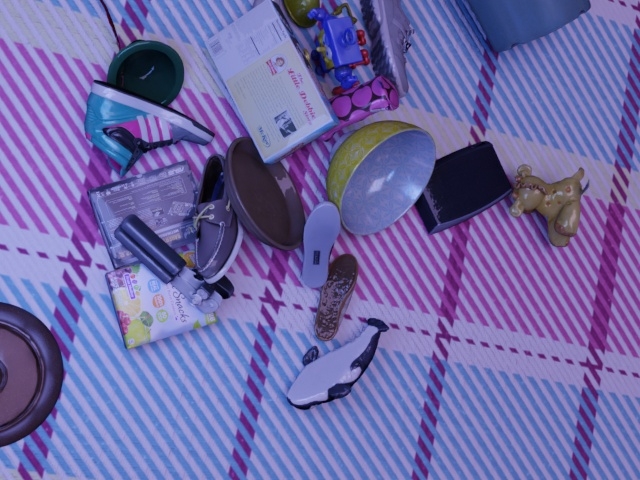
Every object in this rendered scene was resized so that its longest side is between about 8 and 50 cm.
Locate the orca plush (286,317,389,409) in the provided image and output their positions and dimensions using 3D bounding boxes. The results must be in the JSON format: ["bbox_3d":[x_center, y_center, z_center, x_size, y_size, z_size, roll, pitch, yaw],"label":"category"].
[{"bbox_3d":[0.046,0.302,1.906,0.151,0.102,0.287,23,63,31],"label":"orca plush"}]

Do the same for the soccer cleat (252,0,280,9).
[{"bbox_3d":[-0.122,-0.564,1.913,0.076,0.068,0.196,20,82,-30],"label":"soccer cleat"}]

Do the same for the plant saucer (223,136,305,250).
[{"bbox_3d":[-0.127,-0.100,1.802,0.041,0.278,0.277,-26,95,24],"label":"plant saucer"}]

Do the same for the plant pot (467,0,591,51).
[{"bbox_3d":[0.480,-0.666,1.981,0.341,0.341,0.334,-32,104,-17],"label":"plant pot"}]

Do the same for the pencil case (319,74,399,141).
[{"bbox_3d":[0.071,-0.294,1.831,0.095,0.209,0.098,32,41,-50],"label":"pencil case"}]

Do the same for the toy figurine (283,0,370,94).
[{"bbox_3d":[0.051,-0.476,1.875,0.191,0.217,0.362,-15,91,-18],"label":"toy figurine"}]

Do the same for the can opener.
[{"bbox_3d":[-0.317,0.050,1.742,0.280,0.074,0.093,40,38,-8],"label":"can opener"}]

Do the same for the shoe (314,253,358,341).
[{"bbox_3d":[0.033,0.135,1.915,0.077,0.058,0.219,19,76,5],"label":"shoe"}]

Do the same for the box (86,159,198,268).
[{"bbox_3d":[-0.376,-0.059,1.798,0.231,0.056,0.183,-20,93,-18],"label":"box"}]

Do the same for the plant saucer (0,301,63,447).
[{"bbox_3d":[-0.697,0.281,1.681,0.311,0.050,0.310,1,86,-16],"label":"plant saucer"}]

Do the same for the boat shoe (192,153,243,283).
[{"bbox_3d":[-0.227,-0.053,1.744,0.097,0.117,0.324,42,39,-34],"label":"boat shoe"}]

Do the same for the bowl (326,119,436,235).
[{"bbox_3d":[0.112,-0.171,1.888,0.289,0.289,0.156,-36,54,-16],"label":"bowl"}]

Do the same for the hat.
[{"bbox_3d":[-0.415,-0.419,1.827,0.173,0.183,0.208,-7,132,-27],"label":"hat"}]

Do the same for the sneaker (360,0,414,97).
[{"bbox_3d":[0.186,-0.489,1.975,0.115,0.105,0.281,-11,89,-18],"label":"sneaker"}]

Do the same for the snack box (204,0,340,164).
[{"bbox_3d":[-0.110,-0.355,1.820,0.187,0.060,0.321,-29,81,17],"label":"snack box"}]

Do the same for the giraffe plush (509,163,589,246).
[{"bbox_3d":[0.561,-0.100,2.039,0.171,0.210,0.181,10,50,5],"label":"giraffe plush"}]

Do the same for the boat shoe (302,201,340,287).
[{"bbox_3d":[0.000,0.000,1.849,0.080,0.076,0.228,4,123,-2],"label":"boat shoe"}]

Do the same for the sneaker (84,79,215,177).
[{"bbox_3d":[-0.388,-0.217,1.774,0.296,0.124,0.178,19,100,-34],"label":"sneaker"}]

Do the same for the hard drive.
[{"bbox_3d":[0.353,-0.136,2.028,0.255,0.054,0.172,-26,94,-17],"label":"hard drive"}]

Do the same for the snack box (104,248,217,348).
[{"bbox_3d":[-0.351,0.127,1.786,0.207,0.070,0.174,-17,90,-19],"label":"snack box"}]
